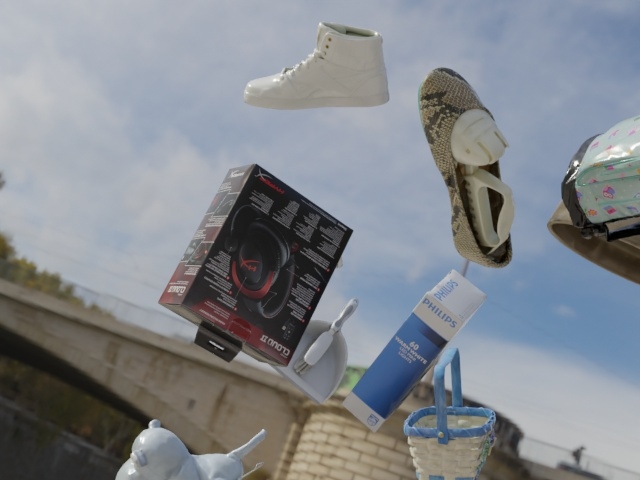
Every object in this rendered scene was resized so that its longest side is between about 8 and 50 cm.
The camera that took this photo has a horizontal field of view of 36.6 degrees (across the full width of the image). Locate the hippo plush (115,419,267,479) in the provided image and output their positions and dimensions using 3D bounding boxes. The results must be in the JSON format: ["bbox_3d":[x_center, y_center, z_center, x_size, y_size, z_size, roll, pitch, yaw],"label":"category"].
[{"bbox_3d":[-0.292,0.499,1.964,0.237,0.294,0.234,32,21,-12],"label":"hippo plush"}]

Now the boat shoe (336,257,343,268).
[{"bbox_3d":[0.000,0.000,1.848,0.049,0.040,0.142,38,-23,59],"label":"boat shoe"}]

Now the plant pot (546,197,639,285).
[{"bbox_3d":[0.629,-0.078,1.783,0.323,0.280,0.323,29,-4,2],"label":"plant pot"}]

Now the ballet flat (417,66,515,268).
[{"bbox_3d":[0.346,-0.144,2.104,0.182,0.164,0.482,33,-34,54],"label":"ballet flat"}]

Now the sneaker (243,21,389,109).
[{"bbox_3d":[-0.015,-0.350,1.904,0.293,0.108,0.169,-2,-60,8],"label":"sneaker"}]

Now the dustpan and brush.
[{"bbox_3d":[0.009,0.187,1.829,0.147,0.211,0.060,39,-40,1],"label":"dustpan and brush"}]

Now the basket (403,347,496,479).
[{"bbox_3d":[0.300,0.407,2.231,0.201,0.288,0.255,-6,5,18],"label":"basket"}]

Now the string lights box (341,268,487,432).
[{"bbox_3d":[0.151,0.178,1.569,0.077,0.133,0.259,40,-61,11],"label":"string lights box"}]

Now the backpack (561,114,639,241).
[{"bbox_3d":[0.389,-0.086,1.156,0.115,0.152,0.182,47,-31,-23],"label":"backpack"}]

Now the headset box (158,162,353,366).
[{"bbox_3d":[-0.110,0.055,1.591,0.218,0.293,0.110,33,-17,-25],"label":"headset box"}]
